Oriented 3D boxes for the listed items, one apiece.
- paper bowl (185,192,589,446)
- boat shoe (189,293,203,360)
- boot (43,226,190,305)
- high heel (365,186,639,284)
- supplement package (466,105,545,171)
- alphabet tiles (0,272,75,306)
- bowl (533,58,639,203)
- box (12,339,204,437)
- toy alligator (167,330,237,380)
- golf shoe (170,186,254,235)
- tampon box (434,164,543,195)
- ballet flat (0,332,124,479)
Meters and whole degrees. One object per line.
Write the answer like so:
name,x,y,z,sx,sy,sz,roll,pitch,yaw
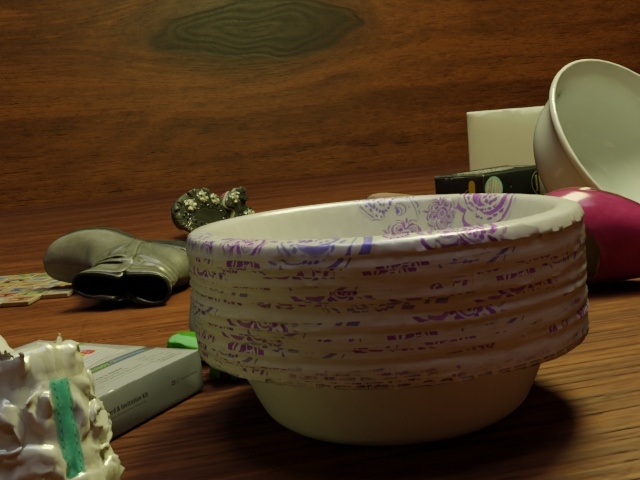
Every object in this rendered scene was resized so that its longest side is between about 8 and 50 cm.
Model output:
paper bowl,0.049,0.050,0.622,0.284,0.148,0.284,-6,8,1
boat shoe,-0.016,0.060,0.820,0.227,0.081,0.079,-8,9,-17
boot,-0.294,0.036,1.147,0.246,0.084,0.161,2,11,14
high heel,0.207,0.036,0.927,0.377,0.127,0.181,1,38,15
supplement package,0.398,-0.149,1.588,0.194,0.203,0.149,4,12,43
alphabet tiles,-0.445,0.071,1.266,0.198,0.009,0.237,-4,8,5
bowl,0.401,-0.094,1.167,0.297,0.298,0.134,-11,-24,-34
box,-0.213,0.120,0.688,0.186,0.038,0.145,-2,9,29
toy alligator,-0.037,0.092,0.745,0.189,0.056,0.051,-6,50,-17
golf shoe,-0.232,-0.040,1.671,0.120,0.105,0.273,-19,-3,21
tampon box,0.262,-0.045,1.239,0.161,0.121,0.101,-11,9,-35
ballet flat,-0.285,0.102,0.531,0.408,0.147,0.147,-1,9,29
